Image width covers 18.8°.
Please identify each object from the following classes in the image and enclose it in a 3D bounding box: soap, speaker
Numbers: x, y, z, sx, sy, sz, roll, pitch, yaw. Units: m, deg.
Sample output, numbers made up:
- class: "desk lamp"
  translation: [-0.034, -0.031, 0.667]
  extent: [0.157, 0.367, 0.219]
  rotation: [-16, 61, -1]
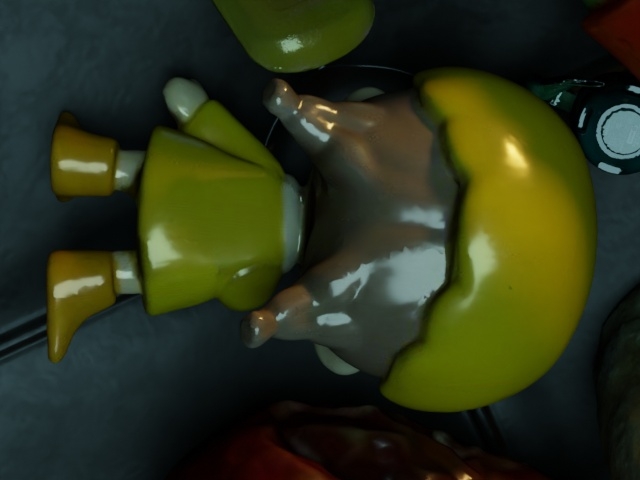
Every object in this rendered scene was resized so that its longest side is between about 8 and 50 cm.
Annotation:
- class: "soap"
  translation: [-0.028, -0.163, 1.192]
  extent: [0.089, 0.045, 0.140]
  rotation: [-26, 69, -18]
- class: "speaker"
  translation: [0.179, -0.087, 1.247]
  extent: [0.094, 0.075, 0.060]
  rotation: [40, 101, -7]

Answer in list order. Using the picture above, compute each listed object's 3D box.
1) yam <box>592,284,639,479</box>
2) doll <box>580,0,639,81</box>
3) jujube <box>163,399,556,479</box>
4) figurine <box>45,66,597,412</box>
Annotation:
- class: "yam"
  translation: [0.249, 0.159, 1.220]
  extent: [0.133, 0.330, 0.133]
  rotation: [0, 125, 0]
- class: "doll"
  translation: [0.244, -0.171, 1.179]
  extent: [0.363, 0.160, 0.182]
  rotation: [46, 67, -13]
- class: "jujube"
  translation: [0.054, 0.259, 1.242]
  extent: [0.377, 0.276, 0.276]
  rotation: [24, 102, -17]
- class: "figurine"
  translation: [0.000, 0.000, 1.209]
  extent: [0.344, 0.187, 0.215]
  rotation: [-1, 94, 1]
